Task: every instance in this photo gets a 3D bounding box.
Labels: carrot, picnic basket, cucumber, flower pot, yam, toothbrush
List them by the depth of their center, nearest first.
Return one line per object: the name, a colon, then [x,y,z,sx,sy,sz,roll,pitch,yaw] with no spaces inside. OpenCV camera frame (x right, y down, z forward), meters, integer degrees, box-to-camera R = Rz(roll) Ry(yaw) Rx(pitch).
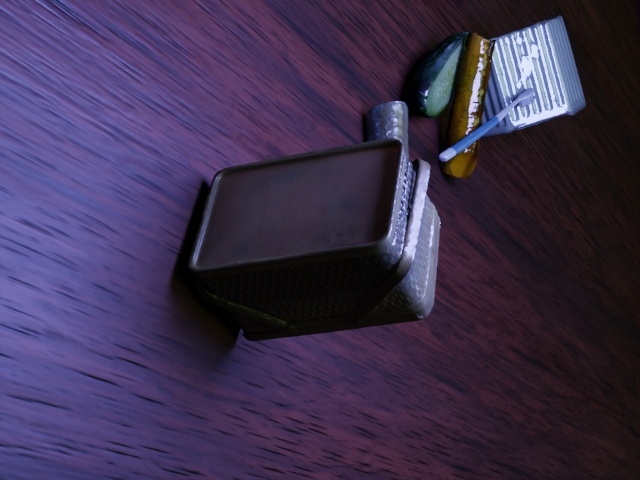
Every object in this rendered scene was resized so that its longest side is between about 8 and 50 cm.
picnic basket: [0.000,0.000,1.131,0.139,0.267,0.165,57,33,-43]
yam: [0.106,-0.127,1.561,0.068,0.068,0.169,20,67,-57]
cucumber: [0.199,-0.287,1.774,0.244,0.063,0.115,-50,147,-57]
toothbrush: [0.301,-0.204,1.790,0.276,0.019,0.025,-37,129,-32]
carrot: [0.267,-0.242,1.811,0.070,0.070,0.260,0,101,-60]
flower pot: [0.384,-0.317,1.966,0.209,0.239,0.189,-101,175,-81]
